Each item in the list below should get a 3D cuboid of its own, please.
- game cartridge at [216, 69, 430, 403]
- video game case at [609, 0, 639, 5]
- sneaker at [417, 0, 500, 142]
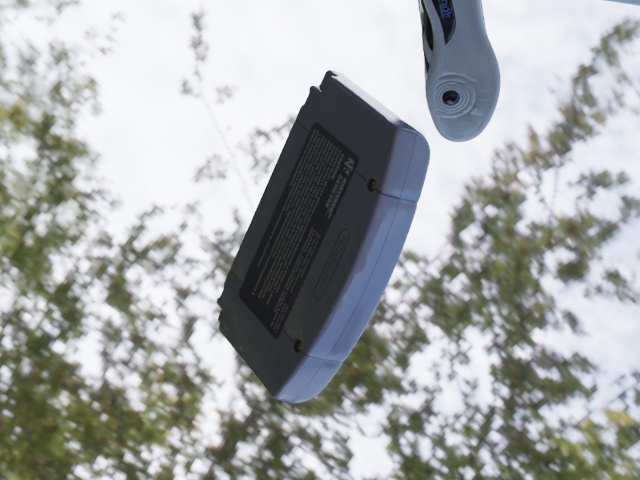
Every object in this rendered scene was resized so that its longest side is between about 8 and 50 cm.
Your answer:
[{"bbox_3d":[0.000,0.000,1.429,0.198,0.062,0.297,43,-66,48],"label":"game cartridge"},{"bbox_3d":[0.239,-0.317,1.630,0.212,0.193,0.023,-119,-142,-60],"label":"video game case"},{"bbox_3d":[0.144,-0.223,1.534,0.079,0.216,0.121,-6,-147,3],"label":"sneaker"}]
